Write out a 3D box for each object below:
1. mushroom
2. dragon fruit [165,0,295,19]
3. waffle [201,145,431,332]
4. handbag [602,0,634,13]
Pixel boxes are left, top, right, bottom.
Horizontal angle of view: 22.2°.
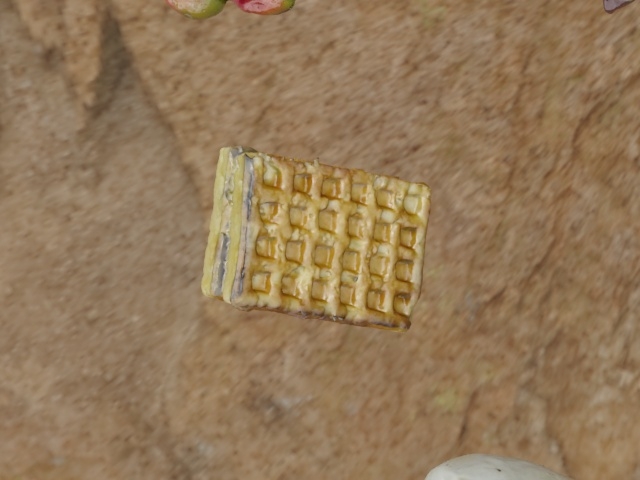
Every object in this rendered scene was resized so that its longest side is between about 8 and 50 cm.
[{"bbox_3d":[0.173,0.218,1.229,0.081,0.223,0.092,3,77,56],"label":"mushroom"},{"bbox_3d":[-0.132,-0.317,1.422,0.307,0.227,0.243,-3,127,8],"label":"dragon fruit"},{"bbox_3d":[0.000,0.000,1.023,0.042,0.148,0.103,-2,80,54],"label":"waffle"},{"bbox_3d":[0.271,-0.299,1.172,0.213,0.127,0.235,-18,121,17],"label":"handbag"}]
